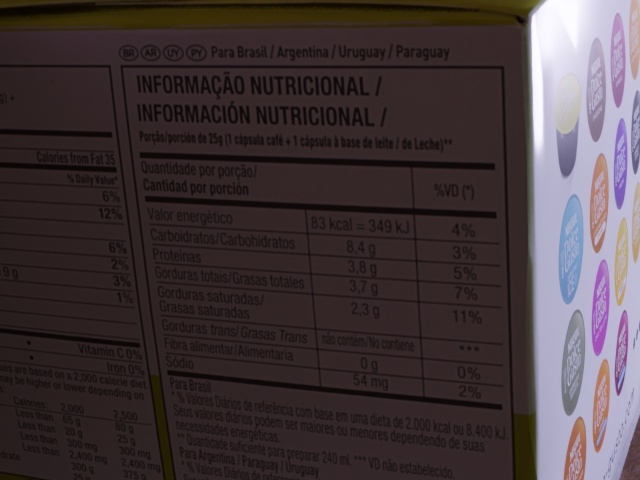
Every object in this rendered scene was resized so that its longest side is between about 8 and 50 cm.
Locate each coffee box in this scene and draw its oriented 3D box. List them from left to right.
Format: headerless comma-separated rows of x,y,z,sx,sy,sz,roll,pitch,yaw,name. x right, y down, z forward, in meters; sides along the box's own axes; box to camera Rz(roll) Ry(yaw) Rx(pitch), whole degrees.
0.000,0.000,0.693,0.337,0.338,0.334,-43,132,-59,coffee box
